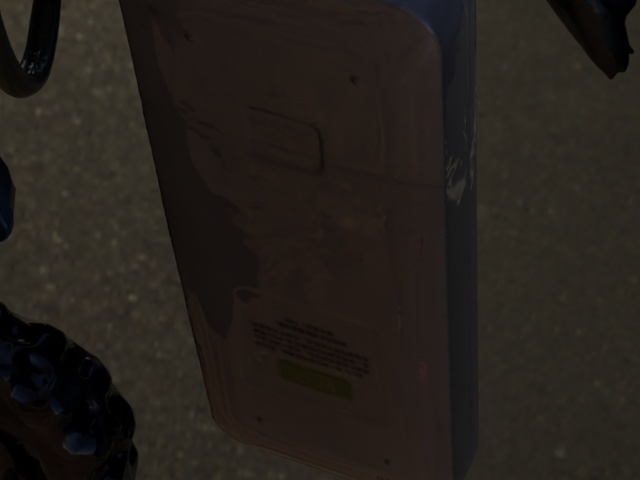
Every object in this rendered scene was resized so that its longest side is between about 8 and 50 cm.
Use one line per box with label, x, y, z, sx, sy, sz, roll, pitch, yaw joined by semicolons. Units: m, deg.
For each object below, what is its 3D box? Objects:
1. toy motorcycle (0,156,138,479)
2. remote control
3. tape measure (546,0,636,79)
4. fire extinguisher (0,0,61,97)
toy motorcycle;-0.241;-0.014;0.550;0.232;0.416;0.172;-16;36;27
remote control;0.000;0.000;0.543;0.103;0.250;0.034;16;53;19
tape measure;-0.046;-0.176;0.654;0.351;0.215;0.098;49;41;-23
fire extinguisher;-0.186;-0.222;0.895;0.113;0.376;0.200;19;65;17
